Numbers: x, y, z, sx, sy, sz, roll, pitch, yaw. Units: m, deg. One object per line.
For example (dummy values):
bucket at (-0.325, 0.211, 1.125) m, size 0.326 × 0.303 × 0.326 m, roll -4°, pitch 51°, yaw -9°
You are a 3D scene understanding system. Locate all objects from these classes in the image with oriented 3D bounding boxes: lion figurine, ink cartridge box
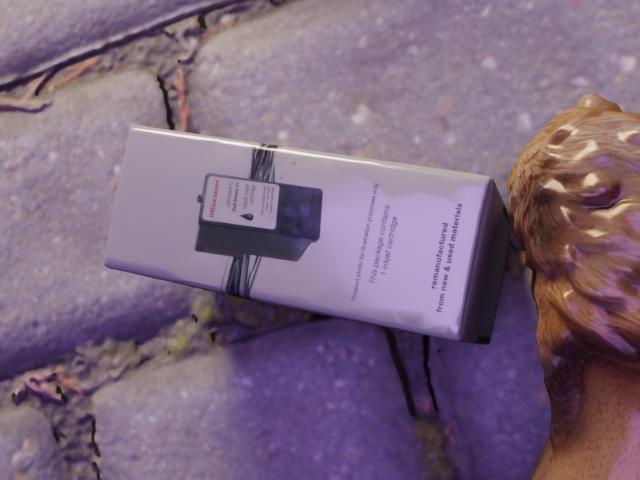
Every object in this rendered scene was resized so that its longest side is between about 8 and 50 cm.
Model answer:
lion figurine at (0.152, 0.138, 0.438) m, size 0.240 × 0.142 × 0.392 m, roll 25°, pitch 84°, yaw -6°
ink cartridge box at (0.000, 0.000, 0.514) m, size 0.208 × 0.153 × 0.087 m, roll 11°, pitch 86°, yaw 18°
